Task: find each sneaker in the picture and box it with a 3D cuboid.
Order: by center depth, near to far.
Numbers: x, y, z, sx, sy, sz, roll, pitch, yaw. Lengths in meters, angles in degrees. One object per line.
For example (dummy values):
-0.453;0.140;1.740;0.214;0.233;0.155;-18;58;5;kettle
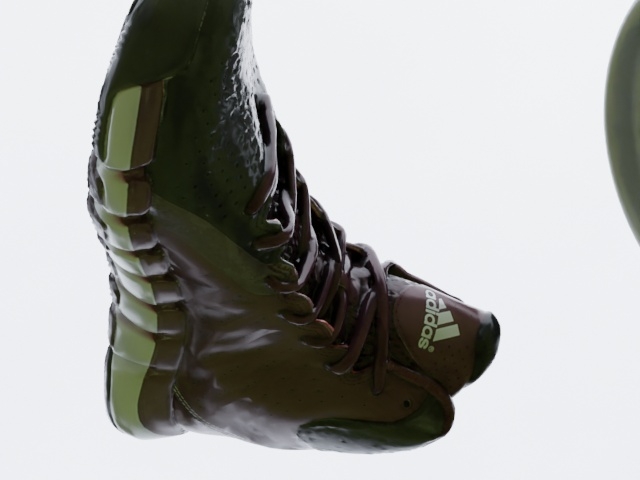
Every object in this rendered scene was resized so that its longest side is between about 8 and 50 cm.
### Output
0.000;0.000;0.536;0.162;0.106;0.281;13;-35;3;sneaker

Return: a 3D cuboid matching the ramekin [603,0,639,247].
0.256;-0.057;0.703;0.109;0.207;0.207;-15;-60;-24;ramekin
